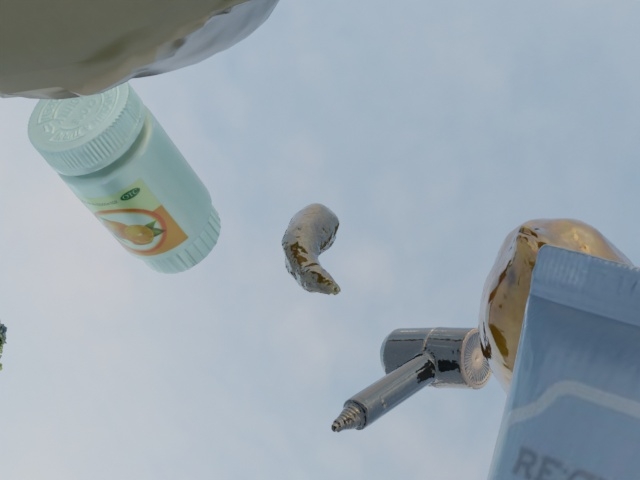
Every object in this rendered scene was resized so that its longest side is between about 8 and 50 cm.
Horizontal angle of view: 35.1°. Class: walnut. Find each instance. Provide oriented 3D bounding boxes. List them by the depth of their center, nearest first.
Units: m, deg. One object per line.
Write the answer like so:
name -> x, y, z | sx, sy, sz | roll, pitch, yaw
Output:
walnut -> 0.268, 0.086, 1.108 | 0.209, 0.209, 0.336 | 3, -31, 36

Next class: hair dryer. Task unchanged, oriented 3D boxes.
hair dryer -> 0.115, 0.236, 1.676 | 0.189, 0.352, 0.107 | -4, -78, 44

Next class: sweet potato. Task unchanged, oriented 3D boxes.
sweet potato -> -0.007, 0.001, 0.736 | 0.041, 0.153, 0.038 | -1, -68, 1

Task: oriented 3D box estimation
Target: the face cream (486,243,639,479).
face cream -> 0.100, 0.197, 0.456 | 0.135, 0.086, 0.385 | 16, -93, 43

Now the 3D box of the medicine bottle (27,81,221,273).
medicine bottle -> -0.271, -0.089, 1.469 | 0.158, 0.158, 0.318 | 14, -27, 32

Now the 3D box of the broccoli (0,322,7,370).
broccoli -> -0.335, 0.118, 0.941 | 0.097, 0.092, 0.095 | -15, -81, -1

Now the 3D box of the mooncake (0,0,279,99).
mooncake -> -0.133, -0.312, 0.551 | 0.467, 0.262, 0.467 | 5, -69, 12
